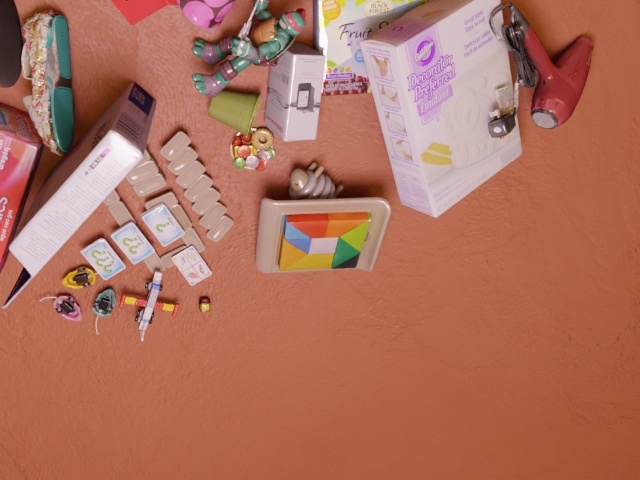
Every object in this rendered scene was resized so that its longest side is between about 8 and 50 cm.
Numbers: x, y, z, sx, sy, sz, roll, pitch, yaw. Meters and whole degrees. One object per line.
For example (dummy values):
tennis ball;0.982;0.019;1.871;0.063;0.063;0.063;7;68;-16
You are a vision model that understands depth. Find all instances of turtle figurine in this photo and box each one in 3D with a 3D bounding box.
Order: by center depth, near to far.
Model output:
turtle figurine;-0.109;-0.333;1.273;0.234;0.175;0.118;-27;126;30

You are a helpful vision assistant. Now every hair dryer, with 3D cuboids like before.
hair dryer;0.400;-0.305;1.367;0.293;0.080;0.224;-21;118;-41

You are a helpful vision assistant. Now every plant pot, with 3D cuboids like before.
plant pot;-0.154;-0.233;1.382;0.079;0.083;0.083;18;111;-4

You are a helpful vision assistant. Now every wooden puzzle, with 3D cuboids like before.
wooden puzzle;0.000;0.000;1.477;0.238;0.044;0.221;1;143;-8

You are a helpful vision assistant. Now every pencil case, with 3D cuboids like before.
pencil case;-0.128;-0.422;1.197;0.209;0.098;0.095;-39;95;26

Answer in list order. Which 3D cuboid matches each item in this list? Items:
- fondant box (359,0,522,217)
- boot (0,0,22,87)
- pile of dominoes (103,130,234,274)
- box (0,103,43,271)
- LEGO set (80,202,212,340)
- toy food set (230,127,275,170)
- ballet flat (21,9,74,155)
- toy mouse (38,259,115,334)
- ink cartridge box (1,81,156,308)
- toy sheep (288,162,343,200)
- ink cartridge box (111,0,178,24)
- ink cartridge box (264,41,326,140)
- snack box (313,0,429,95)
fondant box;0.220;-0.241;1.353;0.238;0.096;0.331;-35;126;-22
boot;-0.573;-0.388;1.239;0.115;0.112;0.306;-7;114;17
pile of dominoes;-0.288;-0.075;1.463;0.195;0.040;0.251;-25;124;2
box;-0.583;-0.076;1.337;0.142;0.154;0.300;20;111;-17
LEGO set;-0.310;0.073;1.483;0.182;0.060;0.244;-30;121;0
toy food set;-0.126;-0.167;1.443;0.083;0.020;0.083;-5;115;-8
ballet flat;-0.454;-0.258;1.291;0.077;0.091;0.241;-3;87;13
toy mouse;-0.454;0.117;1.512;0.160;0.031;0.143;-18;116;-1
ink cartridge box;-0.402;-0.089;1.264;0.330;0.324;0.071;-44;113;11
toy sheep;-0.009;-0.089;1.465;0.091;0.091;0.132;-42;119;10
ink cartridge box;-0.237;-0.430;1.232;0.224;0.056;0.181;-31;156;3
ink cartridge box;-0.046;-0.260;1.361;0.063;0.109;0.151;-4;116;-24
snack box;0.093;-0.351;1.368;0.206;0.070;0.175;-5;115;-9
